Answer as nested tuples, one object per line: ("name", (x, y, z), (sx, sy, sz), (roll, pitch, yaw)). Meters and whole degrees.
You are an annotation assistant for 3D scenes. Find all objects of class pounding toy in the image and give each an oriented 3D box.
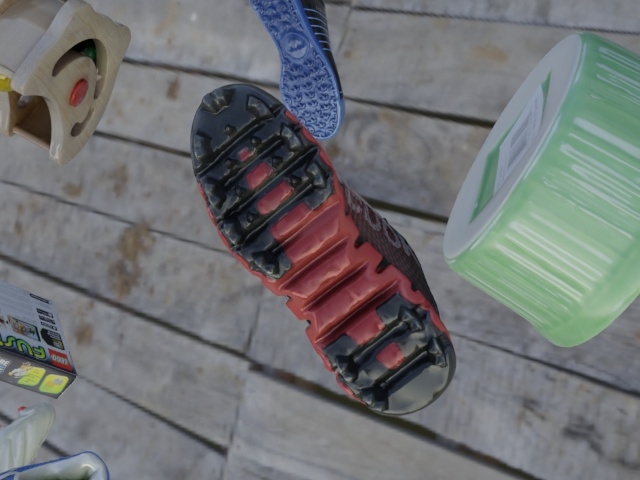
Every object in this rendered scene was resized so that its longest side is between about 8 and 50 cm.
("pounding toy", (-0.291, -0.177, 1.172), (0.155, 0.269, 0.154), (28, 93, 8))

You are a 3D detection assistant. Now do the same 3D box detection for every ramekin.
("ramekin", (0.249, -0.059, 1.200), (0.303, 0.148, 0.303), (-60, 6, 10))

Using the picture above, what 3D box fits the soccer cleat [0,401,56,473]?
("soccer cleat", (-0.331, 0.255, 1.241), (0.076, 0.068, 0.196), (32, 66, 15))

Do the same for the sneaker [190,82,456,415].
("sneaker", (0.000, 0.000, 0.900), (0.098, 0.135, 0.276), (-35, 99, 10))

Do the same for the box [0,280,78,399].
("box", (-0.332, 0.072, 1.136), (0.036, 0.207, 0.114), (-46, 44, 16))

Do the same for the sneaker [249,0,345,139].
("sneaker", (-0.016, -0.243, 1.480), (0.081, 0.090, 0.232), (-9, 113, 28))

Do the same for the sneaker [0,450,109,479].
("sneaker", (-0.219, 0.187, 0.746), (0.080, 0.211, 0.081), (51, 129, 8))
